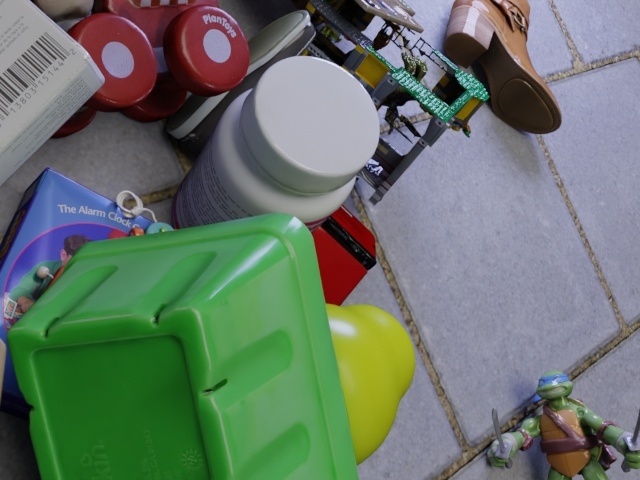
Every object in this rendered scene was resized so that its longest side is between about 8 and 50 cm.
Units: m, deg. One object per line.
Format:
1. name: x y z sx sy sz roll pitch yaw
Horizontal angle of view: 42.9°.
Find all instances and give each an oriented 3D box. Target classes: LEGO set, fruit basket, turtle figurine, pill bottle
1. LEGO set: 0.058 -0.205 1.167 0.331 0.192 0.255 37 34 -5
2. fruit basket: -0.069 0.159 0.768 0.392 0.283 0.392 -8 90 -72
3. turtle figurine: 0.350 0.327 1.154 0.198 0.274 0.266 -14 85 -6
4. pill bottle: -0.056 -0.073 0.910 0.160 0.283 0.160 9 66 -21

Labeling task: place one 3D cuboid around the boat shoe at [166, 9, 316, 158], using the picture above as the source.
1. boat shoe: -0.089 -0.194 1.025 0.228 0.081 0.068 -41 121 3

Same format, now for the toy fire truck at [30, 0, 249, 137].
1. toy fire truck: -0.236 -0.262 0.906 0.302 0.169 0.253 -19 96 -42

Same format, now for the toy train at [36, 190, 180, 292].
1. toy train: -0.200 0.024 0.830 0.125 0.046 0.166 42 53 -18

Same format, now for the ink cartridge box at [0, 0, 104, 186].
1. ink cartridge box: -0.395 -0.136 0.741 0.261 0.066 0.296 42 82 6

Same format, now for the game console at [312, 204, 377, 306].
1. game console: 0.000 0.000 1.120 0.144 0.085 0.124 43 21 -18

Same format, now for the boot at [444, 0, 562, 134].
1. boot: 0.345 -0.343 1.474 0.283 0.109 0.220 36 51 -14

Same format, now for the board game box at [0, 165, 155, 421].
1. board game box: -0.192 0.108 0.886 0.347 0.078 0.233 30 57 -26

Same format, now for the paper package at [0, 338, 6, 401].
1. paper package: -0.408 0.206 0.573 0.309 0.168 0.324 10 83 -33

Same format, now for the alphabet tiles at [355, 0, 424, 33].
1. alphabet tiles: -0.002 -0.416 1.153 0.342 0.011 0.285 49 26 19
